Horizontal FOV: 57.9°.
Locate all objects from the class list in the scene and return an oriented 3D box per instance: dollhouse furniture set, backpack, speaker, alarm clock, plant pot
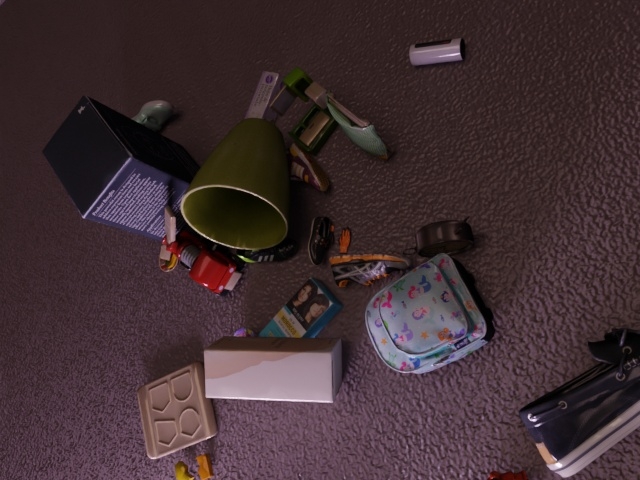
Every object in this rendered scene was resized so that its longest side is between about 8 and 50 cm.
[{"bbox_3d":[0.021,-0.283,1.499,0.151,0.197,0.301,-50,60,7],"label":"dollhouse furniture set"},{"bbox_3d":[0.228,0.175,1.289,0.253,0.191,0.225,-34,65,23],"label":"backpack"},{"bbox_3d":[0.300,-0.482,1.482,0.136,0.055,0.055,2,79,29],"label":"speaker"},{"bbox_3d":[0.269,0.001,1.340,0.192,0.129,0.064,-25,65,38],"label":"alarm clock"},{"bbox_3d":[-0.195,-0.172,1.528,0.274,0.275,0.294,-8,53,27],"label":"plant pot"}]

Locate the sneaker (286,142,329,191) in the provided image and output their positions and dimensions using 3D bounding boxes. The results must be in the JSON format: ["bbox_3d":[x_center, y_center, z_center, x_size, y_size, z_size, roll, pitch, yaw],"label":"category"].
[{"bbox_3d":[-0.046,-0.183,1.593,0.084,0.069,0.186,-46,54,20],"label":"sneaker"}]

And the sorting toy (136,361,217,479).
[{"bbox_3d":[-0.391,0.522,1.619,0.229,0.041,0.308,-25,67,16],"label":"sorting toy"}]

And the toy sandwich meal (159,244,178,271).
[{"bbox_3d":[-0.472,0.054,1.780,0.085,0.029,0.086,-7,74,27],"label":"toy sandwich meal"}]

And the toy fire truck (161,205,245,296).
[{"bbox_3d":[-0.348,0.026,1.594,0.217,0.246,0.159,35,96,31],"label":"toy fire truck"}]

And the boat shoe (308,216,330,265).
[{"bbox_3d":[-0.001,0.000,1.516,0.042,0.048,0.133,-10,66,41],"label":"boat shoe"}]

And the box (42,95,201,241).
[{"bbox_3d":[-0.519,-0.181,1.653,0.212,0.395,0.293,-48,60,10],"label":"box"}]

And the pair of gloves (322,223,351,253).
[{"bbox_3d":[0.041,-0.004,1.528,0.083,0.010,0.074,8,82,31],"label":"pair of gloves"}]

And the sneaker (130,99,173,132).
[{"bbox_3d":[-0.570,-0.347,1.895,0.255,0.094,0.151,-23,61,32],"label":"sneaker"}]

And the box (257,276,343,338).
[{"bbox_3d":[-0.063,0.219,1.499,0.244,0.060,0.100,-48,61,10],"label":"box"}]

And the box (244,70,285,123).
[{"bbox_3d":[-0.187,-0.333,1.702,0.063,0.067,0.324,20,87,31],"label":"box"}]

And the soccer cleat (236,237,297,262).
[{"bbox_3d":[-0.149,0.028,1.586,0.178,0.072,0.060,-11,72,26],"label":"soccer cleat"}]

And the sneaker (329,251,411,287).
[{"bbox_3d":[0.125,0.071,1.431,0.214,0.084,0.083,-5,88,31],"label":"sneaker"}]

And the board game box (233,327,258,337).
[{"bbox_3d":[-0.197,0.316,1.518,0.133,0.033,0.169,-19,85,49],"label":"board game box"}]

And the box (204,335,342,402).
[{"bbox_3d":[-0.109,0.306,1.395,0.310,0.148,0.121,-1,94,9],"label":"box"}]

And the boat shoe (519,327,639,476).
[{"bbox_3d":[0.581,0.232,1.080,0.500,0.186,0.156,-48,66,16],"label":"boat shoe"}]

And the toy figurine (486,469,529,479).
[{"bbox_3d":[0.353,0.557,1.103,0.148,0.213,0.210,-19,74,10],"label":"toy figurine"}]
